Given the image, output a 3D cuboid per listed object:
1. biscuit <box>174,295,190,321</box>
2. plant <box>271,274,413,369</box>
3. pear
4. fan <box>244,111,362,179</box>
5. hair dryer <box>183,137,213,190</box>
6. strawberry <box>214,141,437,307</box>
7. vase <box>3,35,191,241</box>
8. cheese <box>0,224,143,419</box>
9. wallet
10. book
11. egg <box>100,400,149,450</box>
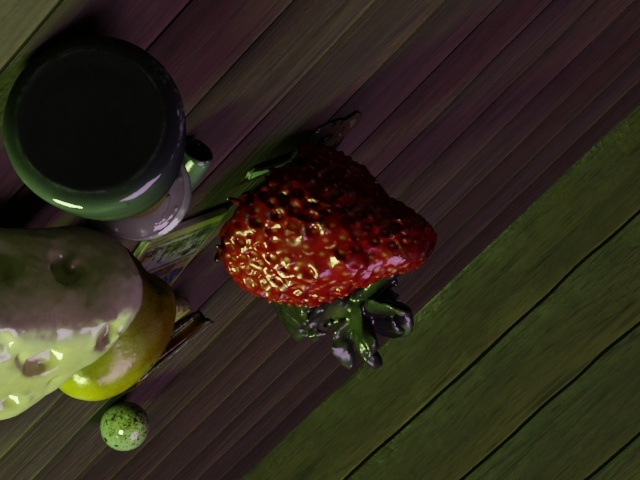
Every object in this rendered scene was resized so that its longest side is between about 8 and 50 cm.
[{"bbox_3d":[-0.324,0.148,2.103,0.217,0.044,0.325,-38,170,14],"label":"biscuit"},{"bbox_3d":[0.019,0.078,2.351,0.188,0.276,0.199,-40,168,-22],"label":"plant"},{"bbox_3d":[-0.281,0.094,1.821,0.200,0.200,0.200,-37,165,-11],"label":"pear"},{"bbox_3d":[-0.033,-0.121,2.146,0.226,0.008,0.152,-22,158,-50],"label":"fan"},{"bbox_3d":[-0.204,-0.085,1.789,0.150,0.047,0.071,-8,145,-46],"label":"hair dryer"},{"bbox_3d":[0.002,-0.002,2.098,0.261,0.257,0.261,-43,173,-6],"label":"strawberry"},{"bbox_3d":[-0.211,-0.082,1.531,0.173,0.173,0.321,-39,170,-6],"label":"vase"},{"bbox_3d":[-0.338,0.091,1.631,0.251,0.174,0.248,-11,153,-39],"label":"cheese"},{"bbox_3d":[-0.254,0.177,2.321,0.161,0.042,0.195,-38,180,-19],"label":"wallet"},{"bbox_3d":[-0.232,0.033,2.103,0.168,0.013,0.192,-23,159,-49],"label":"book"},{"bbox_3d":[-0.340,0.324,2.547,0.085,0.085,0.110,-34,168,-23],"label":"egg"}]
